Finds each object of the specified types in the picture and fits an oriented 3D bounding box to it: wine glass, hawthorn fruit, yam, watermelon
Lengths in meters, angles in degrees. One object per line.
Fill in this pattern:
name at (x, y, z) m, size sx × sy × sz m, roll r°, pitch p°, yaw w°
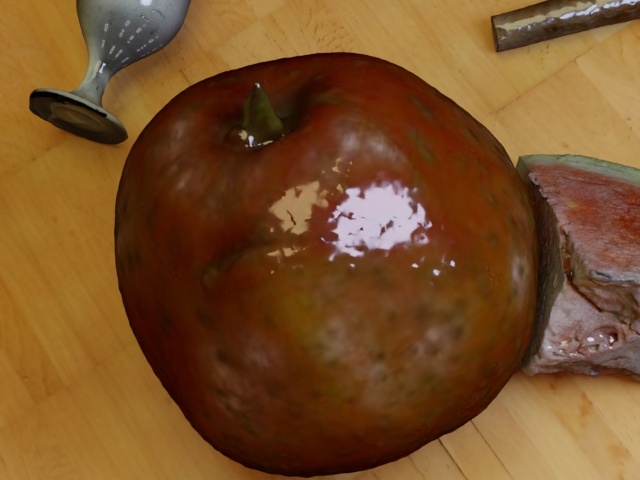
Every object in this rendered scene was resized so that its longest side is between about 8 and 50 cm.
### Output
wine glass at (-0.220, -0.232, 1.689) m, size 0.126 × 0.126 × 0.241 m, roll 17°, pitch 74°, yaw 14°
hawthorn fruit at (0.000, 0.000, 1.410) m, size 0.403 × 0.403 × 0.402 m, roll -3°, pitch 67°, yaw 7°
yam at (0.313, -0.254, 1.665) m, size 0.264 × 0.046 × 0.046 m, roll -14°, pitch 67°, yaw 4°
watermelon at (0.292, 0.024, 1.462) m, size 0.310 × 0.193 × 0.232 m, roll 35°, pitch 54°, yaw 13°
